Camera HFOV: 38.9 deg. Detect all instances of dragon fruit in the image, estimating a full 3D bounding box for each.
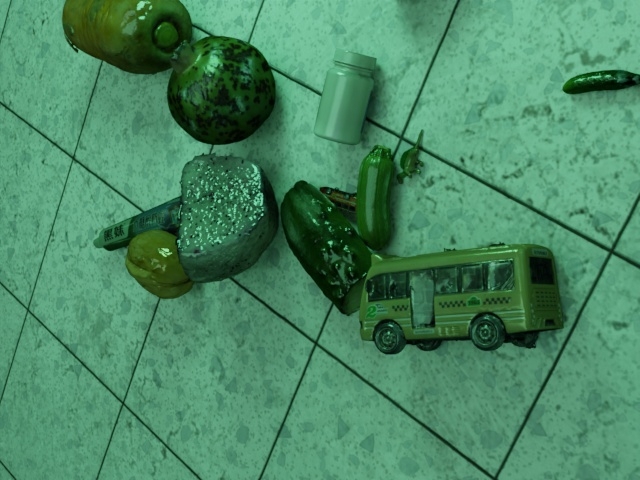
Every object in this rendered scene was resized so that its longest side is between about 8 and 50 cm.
[{"bbox_3d":[-0.198,-0.040,2.059,0.221,0.204,0.283,-11,58,11],"label":"dragon fruit"}]

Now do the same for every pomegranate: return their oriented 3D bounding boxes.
[{"bbox_3d":[-0.233,-0.348,2.037,0.254,0.270,0.254,-29,37,24],"label":"pomegranate"}]

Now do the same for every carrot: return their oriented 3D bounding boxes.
[{"bbox_3d":[-0.477,-0.536,2.255,0.341,0.224,0.224,26,107,42],"label":"carrot"}]

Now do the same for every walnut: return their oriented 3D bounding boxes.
[{"bbox_3d":[-0.392,0.056,2.235,0.207,0.159,0.159,26,106,35],"label":"walnut"}]

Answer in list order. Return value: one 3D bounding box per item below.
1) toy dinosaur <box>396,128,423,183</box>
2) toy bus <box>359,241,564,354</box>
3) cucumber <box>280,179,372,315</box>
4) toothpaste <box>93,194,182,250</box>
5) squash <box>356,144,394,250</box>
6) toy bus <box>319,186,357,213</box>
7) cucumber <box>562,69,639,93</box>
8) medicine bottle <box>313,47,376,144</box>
[{"bbox_3d":[0.183,-0.171,1.850,0.060,0.029,0.119,21,102,54],"label":"toy dinosaur"},{"bbox_3d":[0.255,0.110,1.704,0.365,0.177,0.201,-8,82,35],"label":"toy bus"},{"bbox_3d":[-0.001,-0.001,1.934,0.325,0.105,0.145,56,154,28],"label":"cucumber"},{"bbox_3d":[-0.457,-0.034,2.343,0.392,0.061,0.098,-17,78,36],"label":"toothpaste"},{"bbox_3d":[0.113,-0.088,1.876,0.077,0.068,0.219,6,94,19],"label":"squash"},{"bbox_3d":[0.045,-0.088,1.957,0.110,0.031,0.043,19,109,37],"label":"toy bus"},{"bbox_3d":[0.496,-0.281,1.588,0.155,0.037,0.037,0,91,38],"label":"cucumber"},{"bbox_3d":[0.054,-0.301,1.900,0.103,0.103,0.186,22,104,37],"label":"medicine bottle"}]
